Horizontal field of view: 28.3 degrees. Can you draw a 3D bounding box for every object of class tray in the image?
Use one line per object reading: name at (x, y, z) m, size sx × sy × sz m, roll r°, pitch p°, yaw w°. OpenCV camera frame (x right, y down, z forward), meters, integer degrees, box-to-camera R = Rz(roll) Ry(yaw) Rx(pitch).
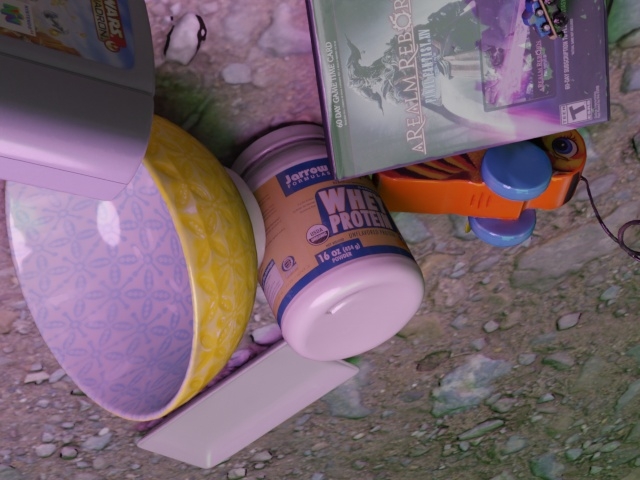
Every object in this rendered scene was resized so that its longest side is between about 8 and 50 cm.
tray at (-0.095, 0.202, 1.615) m, size 0.270 × 0.030 × 0.145 m, roll -35°, pitch 142°, yaw 21°

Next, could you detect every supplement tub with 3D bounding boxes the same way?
supplement tub at (0.000, 0.000, 1.232) m, size 0.144 × 0.199 × 0.144 m, roll -19°, pitch 147°, yaw -13°

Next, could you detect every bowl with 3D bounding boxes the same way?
bowl at (-0.144, 0.003, 1.156) m, size 0.156 × 0.289 × 0.289 m, roll -20°, pitch 152°, yaw -40°

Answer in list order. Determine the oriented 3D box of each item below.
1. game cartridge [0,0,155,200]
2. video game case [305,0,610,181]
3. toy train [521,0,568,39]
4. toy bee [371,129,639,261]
game cartridge at (-0.210, -0.166, 0.843) m, size 0.198 × 0.297 × 0.062 m, roll 8°, pitch 140°, yaw -34°
video game case at (0.130, -0.173, 1.154) m, size 0.274 × 0.026 × 0.196 m, roll -13°, pitch 117°, yaw -9°
toy train at (0.173, -0.238, 1.105) m, size 0.036 × 0.027 × 0.158 m, roll -31°, pitch 118°, yaw 4°
toy bee at (0.205, -0.071, 1.315) m, size 0.298 × 0.162 × 0.195 m, roll 25°, pitch 139°, yaw -14°
